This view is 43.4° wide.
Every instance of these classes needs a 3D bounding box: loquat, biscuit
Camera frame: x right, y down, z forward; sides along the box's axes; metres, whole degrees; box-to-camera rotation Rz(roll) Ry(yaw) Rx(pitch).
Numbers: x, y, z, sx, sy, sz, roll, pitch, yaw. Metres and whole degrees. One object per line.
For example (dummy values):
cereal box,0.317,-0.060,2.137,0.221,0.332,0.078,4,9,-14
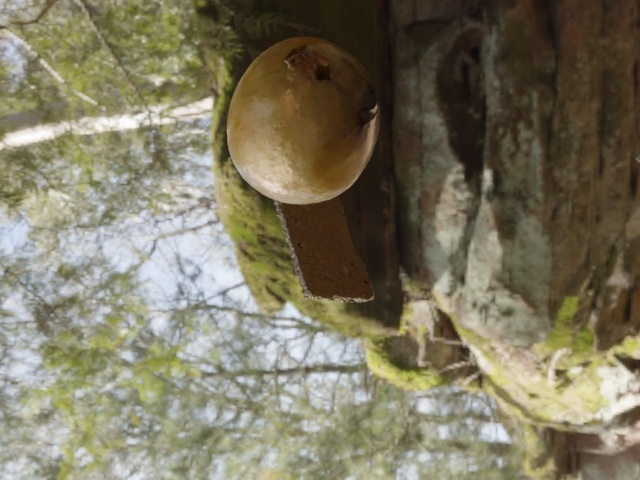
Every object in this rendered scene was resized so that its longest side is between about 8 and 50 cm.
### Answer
loquat,-0.015,-0.106,0.727,0.163,0.137,0.163,-177,90,-85
biscuit,0.000,0.000,1.268,0.131,0.025,0.231,6,-129,-32

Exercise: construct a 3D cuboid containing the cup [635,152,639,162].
cup,0.596,-0.156,1.313,0.120,0.141,0.120,34,-156,-18
